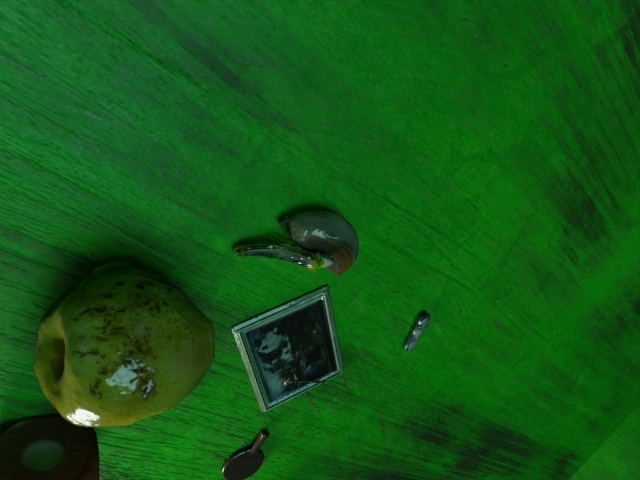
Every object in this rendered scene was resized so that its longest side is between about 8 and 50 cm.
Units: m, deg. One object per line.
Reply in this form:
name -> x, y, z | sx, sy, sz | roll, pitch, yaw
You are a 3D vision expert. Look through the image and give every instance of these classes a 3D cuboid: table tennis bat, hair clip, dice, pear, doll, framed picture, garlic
table tennis bat -> -0.157, 0.563, 1.232 | 0.108, 0.119, 0.169 | 21, 108, -38
hair clip -> -0.071, 0.028, 0.976 | 0.189, 0.033, 0.060 | 9, 150, -7
dice -> -0.500, 0.442, 0.920 | 0.174, 0.175, 0.179 | 1, 116, -32
pear -> -0.306, 0.173, 0.821 | 0.271, 0.271, 0.271 | -15, 124, -22
doll -> 0.253, 0.241, 1.332 | 0.037, 0.027, 0.125 | 4, 116, -40
framed picture -> -0.059, 0.257, 1.166 | 0.233, 0.019, 0.296 | -23, 127, -16
garlic -> 0.015, -0.005, 1.008 | 0.101, 0.086, 0.196 | -39, 133, 15

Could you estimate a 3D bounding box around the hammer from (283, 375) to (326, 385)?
hammer -> -0.035, 0.333, 1.204 | 0.123, 0.014, 0.029 | 14, 119, -36
